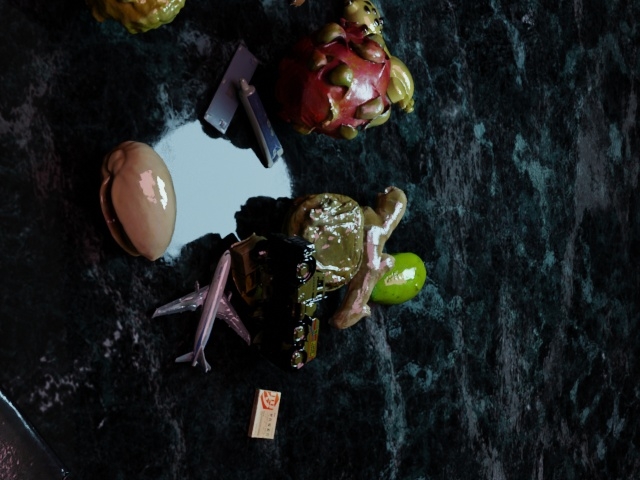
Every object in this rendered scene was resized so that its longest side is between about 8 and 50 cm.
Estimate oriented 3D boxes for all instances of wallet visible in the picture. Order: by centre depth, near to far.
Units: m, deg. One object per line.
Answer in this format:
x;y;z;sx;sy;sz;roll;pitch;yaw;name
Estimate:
-0.511;0.288;1.301;0.172;0.045;0.318;-48;122;-37;wallet

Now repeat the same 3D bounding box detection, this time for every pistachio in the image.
-0.292;-0.068;1.476;0.145;0.117;0.200;-36;117;-46;pistachio

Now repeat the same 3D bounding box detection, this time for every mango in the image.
0.163;0.089;1.974;0.178;0.100;0.119;-17;107;-34;mango

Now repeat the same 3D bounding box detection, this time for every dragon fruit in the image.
0.031;-0.329;1.744;0.243;0.227;0.307;16;41;-30;dragon fruit

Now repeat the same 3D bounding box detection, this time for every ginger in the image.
0.093;0.030;1.897;0.148;0.081;0.333;18;77;-26;ginger

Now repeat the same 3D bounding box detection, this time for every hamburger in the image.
0.000;0.000;1.792;0.183;0.130;0.206;-3;106;-32;hamburger

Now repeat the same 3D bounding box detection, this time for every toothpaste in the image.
-0.118;-0.230;1.712;0.057;0.035;0.197;-55;139;-34;toothpaste

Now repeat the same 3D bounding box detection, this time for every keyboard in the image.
-0.169;-0.287;1.679;0.055;0.014;0.176;40;63;-38;keyboard

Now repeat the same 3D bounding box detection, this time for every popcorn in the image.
-0.299;-0.431;1.419;0.197;0.198;0.155;-51;153;-33;popcorn

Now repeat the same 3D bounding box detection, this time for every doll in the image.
0.128;-0.405;1.938;0.291;0.086;0.117;58;25;-27;doll

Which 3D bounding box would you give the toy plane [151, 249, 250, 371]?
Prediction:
-0.203;0.127;1.616;0.226;0.058;0.226;22;71;-41;toy plane

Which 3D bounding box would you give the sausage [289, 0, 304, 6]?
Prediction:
-0.048;-0.552;1.791;0.036;0.042;0.157;-56;142;-81;sausage

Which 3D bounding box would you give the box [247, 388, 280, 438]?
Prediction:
-0.110;0.342;1.746;0.058;0.015;0.093;18;78;-43;box

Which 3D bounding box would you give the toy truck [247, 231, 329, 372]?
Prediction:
-0.052;0.112;1.675;0.127;0.127;0.257;-20;122;-39;toy truck

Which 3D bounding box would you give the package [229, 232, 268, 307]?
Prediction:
-0.131;0.056;1.697;0.071;0.047;0.131;-37;136;-38;package
